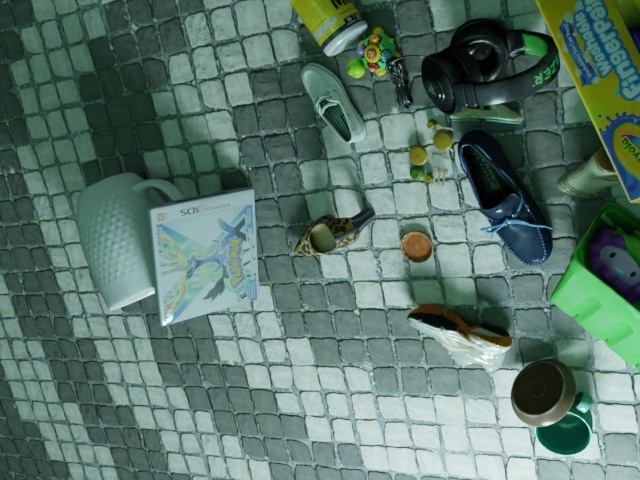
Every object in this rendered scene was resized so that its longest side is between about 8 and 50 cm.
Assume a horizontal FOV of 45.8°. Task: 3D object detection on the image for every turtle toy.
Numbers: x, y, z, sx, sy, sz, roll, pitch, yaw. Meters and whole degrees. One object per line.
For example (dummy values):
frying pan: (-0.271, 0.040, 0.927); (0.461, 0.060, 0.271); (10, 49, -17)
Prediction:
turtle toy: (0.118, -0.424, 1.745); (0.130, 0.066, 0.095); (-35, 91, 33)

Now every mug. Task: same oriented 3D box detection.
mug: (0.592, 0.427, 1.802); (0.157, 0.097, 0.130); (-26, 102, 29)
mug: (-0.494, -0.027, 2.091); (0.374, 0.276, 0.328); (-26, 88, 35)

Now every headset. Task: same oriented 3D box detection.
headset: (0.308, -0.344, 1.600); (0.394, 0.243, 0.185); (14, 136, 38)

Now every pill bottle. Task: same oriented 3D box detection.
pill bottle: (0.004, -0.538, 1.729); (0.119, 0.119, 0.209); (-35, 91, 33)

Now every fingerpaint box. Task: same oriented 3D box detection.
fingerpaint box: (0.644, -0.340, 1.344); (0.371, 0.163, 0.445); (-26, 78, 28)

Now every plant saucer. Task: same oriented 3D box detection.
plant saucer: (0.517, 0.353, 1.786); (0.168, 0.169, 0.029); (-29, 133, 33)
plant saucer: (0.241, 0.016, 1.880); (0.083, 0.013, 0.084); (9, 112, 24)

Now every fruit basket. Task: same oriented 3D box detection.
fruit basket: (0.709, 0.064, 1.528); (0.392, 0.283, 0.392); (23, 134, 26)

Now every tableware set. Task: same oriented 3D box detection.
tableware set: (0.260, -0.207, 1.782); (0.104, 0.024, 0.154); (17, 117, 25)

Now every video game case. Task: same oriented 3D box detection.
video game case: (-0.304, 0.039, 2.018); (0.036, 0.299, 0.329); (27, 124, 51)

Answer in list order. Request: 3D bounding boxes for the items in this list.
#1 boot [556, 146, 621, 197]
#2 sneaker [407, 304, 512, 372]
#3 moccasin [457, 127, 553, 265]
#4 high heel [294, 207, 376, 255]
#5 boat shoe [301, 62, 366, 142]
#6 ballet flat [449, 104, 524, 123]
boot: (0.620, -0.145, 1.575); (0.165, 0.213, 0.077); (133, 130, -67)
sneaker: (0.332, 0.253, 1.878); (0.262, 0.099, 0.121); (20, 121, 21)
moccasin: (0.395, -0.083, 1.701); (0.137, 0.117, 0.342); (-34, 91, 33)
high heel: (0.000, 0.000, 1.896); (0.261, 0.186, 0.093); (-26, 96, 32)
boat shoe: (0.027, -0.332, 1.821); (0.226, 0.076, 0.083); (50, 122, 3)
ballet flat: (0.365, -0.288, 1.677); (0.168, 0.057, 0.053); (7, 102, 25)
